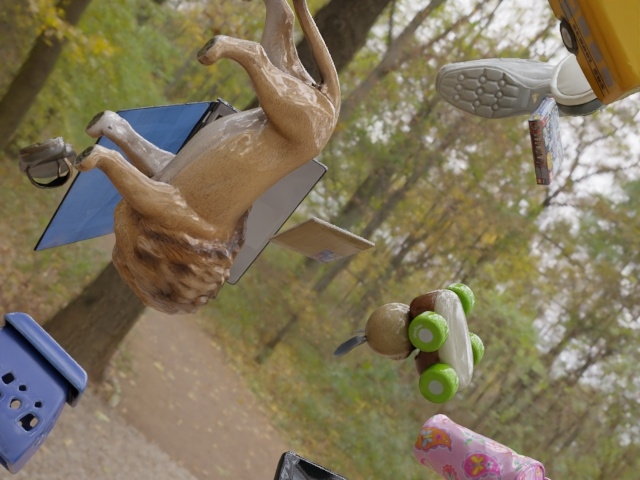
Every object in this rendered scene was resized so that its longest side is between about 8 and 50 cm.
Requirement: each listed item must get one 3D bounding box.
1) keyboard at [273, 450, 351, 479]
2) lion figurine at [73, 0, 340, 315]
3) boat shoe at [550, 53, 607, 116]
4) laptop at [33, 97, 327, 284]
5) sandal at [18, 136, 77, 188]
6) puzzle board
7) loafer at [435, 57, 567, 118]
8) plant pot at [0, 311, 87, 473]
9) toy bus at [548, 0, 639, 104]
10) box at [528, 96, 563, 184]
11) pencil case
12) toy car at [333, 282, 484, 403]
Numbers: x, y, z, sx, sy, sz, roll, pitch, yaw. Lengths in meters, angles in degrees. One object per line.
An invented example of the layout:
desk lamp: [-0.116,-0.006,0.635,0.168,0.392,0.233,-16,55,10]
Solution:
keyboard: [0.032,0.285,0.870,0.192,0.038,0.100,29,34,-9]
lion figurine: [-0.095,-0.088,0.957,0.240,0.392,0.142,45,17,-29]
boat shoe: [0.418,-0.236,1.275,0.116,0.319,0.099,3,-58,35]
laptop: [-0.268,-0.064,1.764,0.408,0.382,0.236,32,34,-14]
sandal: [-0.406,-0.111,1.361,0.060,0.090,0.219,66,-15,-3]
puzzle board: [0.000,0.000,1.214,0.096,0.011,0.128,22,-22,-24]
loafer: [0.368,-0.297,1.736,0.320,0.112,0.111,5,28,-15]
plant pot: [-0.578,0.277,1.687,0.236,0.212,0.236,45,-26,0]
toy bus: [0.332,-0.338,1.102,0.130,0.108,0.332,41,26,-85]
box: [0.420,-0.184,1.667,0.027,0.094,0.137,6,-52,32]
pencil case: [0.323,0.454,1.821,0.284,0.124,0.124,17,-19,48]
toy car: [0.119,0.148,1.295,0.188,0.148,0.155,-6,12,28]
